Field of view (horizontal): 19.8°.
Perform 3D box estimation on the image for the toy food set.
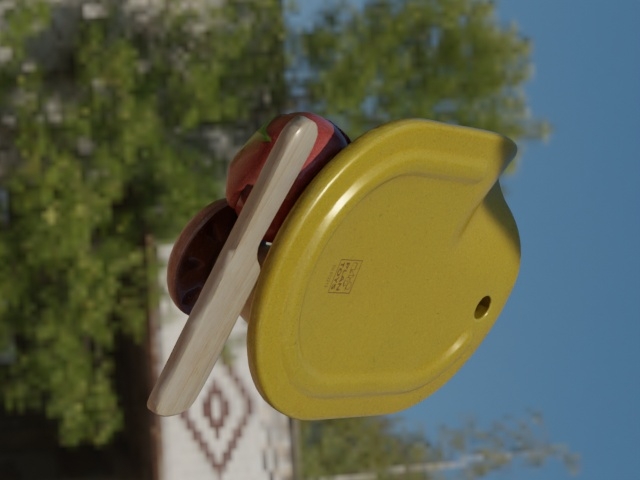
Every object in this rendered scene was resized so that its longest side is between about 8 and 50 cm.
[{"bbox_3d":[0.000,0.000,0.726,0.071,0.218,0.128,29,-77,32],"label":"toy food set"}]
